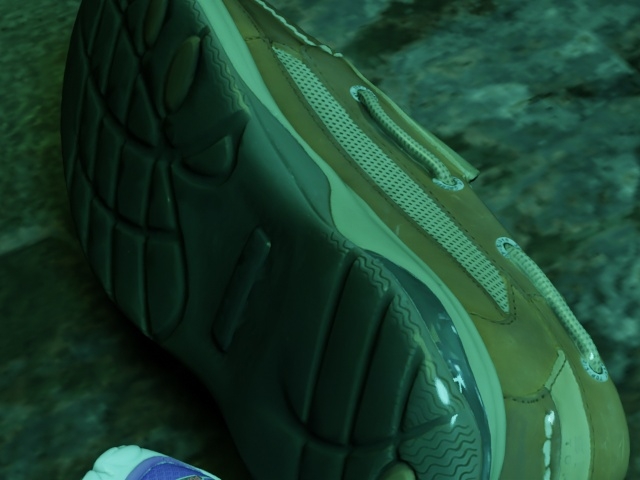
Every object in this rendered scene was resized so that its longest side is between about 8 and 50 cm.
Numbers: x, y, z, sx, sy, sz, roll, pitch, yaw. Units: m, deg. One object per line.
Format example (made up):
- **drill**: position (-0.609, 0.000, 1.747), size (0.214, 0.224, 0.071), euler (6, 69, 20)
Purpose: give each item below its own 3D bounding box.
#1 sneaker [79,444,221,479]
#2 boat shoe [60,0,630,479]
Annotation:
- **sneaker**: position (-0.063, 0.133, 0.630), size (0.071, 0.068, 0.170), euler (13, 45, 11)
- **boat shoe**: position (0.000, 0.000, 0.744), size (0.120, 0.122, 0.324), euler (5, 36, -35)
